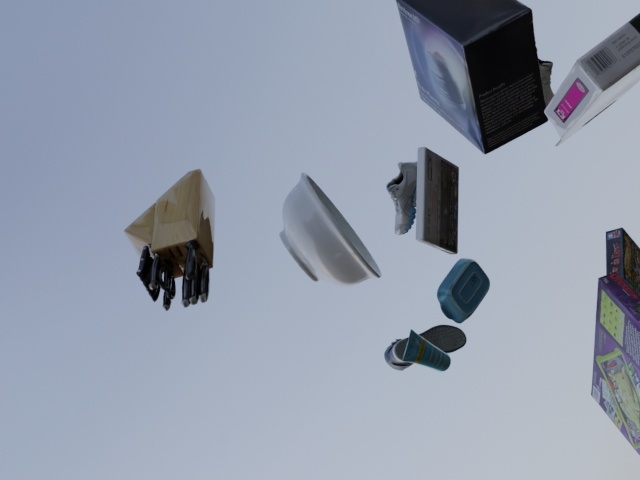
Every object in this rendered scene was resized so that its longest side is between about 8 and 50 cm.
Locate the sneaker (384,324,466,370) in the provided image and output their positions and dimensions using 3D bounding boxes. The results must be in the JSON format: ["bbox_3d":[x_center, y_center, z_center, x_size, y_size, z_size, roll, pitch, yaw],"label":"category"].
[{"bbox_3d":[0.290,0.307,2.909,0.226,0.086,0.163,-10,-16,-16],"label":"sneaker"}]

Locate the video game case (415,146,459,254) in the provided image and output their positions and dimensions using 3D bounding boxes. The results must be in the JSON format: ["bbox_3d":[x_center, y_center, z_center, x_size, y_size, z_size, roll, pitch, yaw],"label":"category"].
[{"bbox_3d":[0.239,-0.078,2.078,0.173,0.022,0.190,19,-110,-57],"label":"video game case"}]

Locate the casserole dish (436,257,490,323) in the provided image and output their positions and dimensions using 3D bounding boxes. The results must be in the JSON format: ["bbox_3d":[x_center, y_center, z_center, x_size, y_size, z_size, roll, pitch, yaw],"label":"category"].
[{"bbox_3d":[0.358,0.119,2.509,0.114,0.037,0.188,52,-129,-13],"label":"casserole dish"}]

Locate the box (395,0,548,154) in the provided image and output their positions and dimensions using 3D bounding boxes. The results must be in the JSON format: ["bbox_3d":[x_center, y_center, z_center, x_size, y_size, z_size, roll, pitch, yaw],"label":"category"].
[{"bbox_3d":[0.328,-0.401,2.237,0.183,0.296,0.294,-28,-49,-10],"label":"box"}]

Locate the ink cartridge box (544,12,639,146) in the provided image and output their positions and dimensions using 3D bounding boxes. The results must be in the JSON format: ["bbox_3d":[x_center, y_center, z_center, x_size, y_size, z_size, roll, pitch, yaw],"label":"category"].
[{"bbox_3d":[0.449,-0.255,1.586,0.176,0.069,0.371,-37,-10,-2],"label":"ink cartridge box"}]

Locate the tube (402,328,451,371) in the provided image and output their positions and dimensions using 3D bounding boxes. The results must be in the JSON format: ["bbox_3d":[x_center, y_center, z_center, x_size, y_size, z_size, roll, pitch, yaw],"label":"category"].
[{"bbox_3d":[0.260,0.283,2.553,0.207,0.052,0.080,29,-111,-53],"label":"tube"}]

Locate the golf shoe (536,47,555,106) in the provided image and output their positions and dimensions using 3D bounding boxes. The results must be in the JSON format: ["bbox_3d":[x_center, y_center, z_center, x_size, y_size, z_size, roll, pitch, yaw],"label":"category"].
[{"bbox_3d":[0.553,-0.401,2.537,0.086,0.176,0.069,-37,19,22],"label":"golf shoe"}]

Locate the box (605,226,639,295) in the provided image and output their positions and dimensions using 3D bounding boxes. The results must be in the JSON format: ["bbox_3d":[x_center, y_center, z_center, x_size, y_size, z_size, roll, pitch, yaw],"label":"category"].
[{"bbox_3d":[0.722,0.108,2.387,0.159,0.044,0.233,40,-133,-39],"label":"box"}]

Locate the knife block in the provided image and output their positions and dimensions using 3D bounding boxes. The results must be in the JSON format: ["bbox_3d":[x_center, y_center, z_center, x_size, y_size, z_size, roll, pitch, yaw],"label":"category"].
[{"bbox_3d":[-0.248,0.004,1.965,0.275,0.242,0.088,-46,-43,-24],"label":"knife block"}]

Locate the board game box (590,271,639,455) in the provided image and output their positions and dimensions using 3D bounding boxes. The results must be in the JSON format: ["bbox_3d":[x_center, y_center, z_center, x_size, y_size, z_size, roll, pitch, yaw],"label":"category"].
[{"bbox_3d":[0.600,0.250,1.961,0.056,0.208,0.346,-17,-48,-8],"label":"board game box"}]

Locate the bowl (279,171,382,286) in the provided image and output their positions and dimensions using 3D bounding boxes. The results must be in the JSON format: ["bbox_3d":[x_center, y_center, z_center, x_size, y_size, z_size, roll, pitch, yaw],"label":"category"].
[{"bbox_3d":[0.000,0.000,2.312,0.134,0.298,0.298,-37,-31,5],"label":"bowl"}]

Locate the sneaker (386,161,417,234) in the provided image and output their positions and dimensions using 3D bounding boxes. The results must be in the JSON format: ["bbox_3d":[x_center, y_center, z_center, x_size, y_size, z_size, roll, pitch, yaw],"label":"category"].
[{"bbox_3d":[0.190,-0.105,2.426,0.083,0.071,0.190,4,-68,-19],"label":"sneaker"}]
